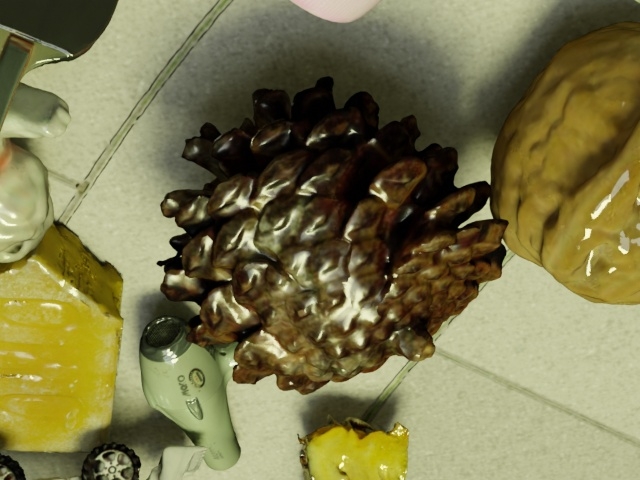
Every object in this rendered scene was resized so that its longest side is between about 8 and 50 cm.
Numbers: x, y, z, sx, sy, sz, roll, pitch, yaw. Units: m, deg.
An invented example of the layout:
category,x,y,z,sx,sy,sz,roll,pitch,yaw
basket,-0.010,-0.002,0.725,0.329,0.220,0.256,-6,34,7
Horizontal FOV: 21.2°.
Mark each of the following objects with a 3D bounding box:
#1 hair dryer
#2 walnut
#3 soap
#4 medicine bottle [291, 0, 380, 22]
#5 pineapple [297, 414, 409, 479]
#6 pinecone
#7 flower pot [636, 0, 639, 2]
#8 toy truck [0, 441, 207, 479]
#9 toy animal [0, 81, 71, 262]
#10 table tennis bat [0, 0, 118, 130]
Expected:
category,x,y,z,sx,sy,sz,roll,pitch,yaw
hair dryer,-0.080,0.153,1.774,0.224,0.088,0.219,-8,136,-17
walnut,0.273,-0.071,1.519,0.224,0.257,0.257,35,124,11
soap,-0.279,0.094,1.696,0.160,0.080,0.258,2,128,-11
medicine bottle,0.075,-0.338,1.304,0.316,0.202,0.202,-38,121,27
pineapple,0.035,0.301,1.808,0.114,0.186,0.236,-1,121,-4
pinecone,-0.001,-0.004,1.531,0.296,0.242,0.298,43,114,-2
flower pot,0.352,-0.316,1.308,0.367,0.254,0.165,-38,81,25
toy truck,-0.253,0.273,1.737,0.285,0.111,0.136,-7,160,-13
toy animal,-0.390,-0.015,1.533,0.266,0.308,0.188,25,163,13
table tennis bat,-0.245,-0.192,1.445,0.130,0.019,0.220,22,88,-14
